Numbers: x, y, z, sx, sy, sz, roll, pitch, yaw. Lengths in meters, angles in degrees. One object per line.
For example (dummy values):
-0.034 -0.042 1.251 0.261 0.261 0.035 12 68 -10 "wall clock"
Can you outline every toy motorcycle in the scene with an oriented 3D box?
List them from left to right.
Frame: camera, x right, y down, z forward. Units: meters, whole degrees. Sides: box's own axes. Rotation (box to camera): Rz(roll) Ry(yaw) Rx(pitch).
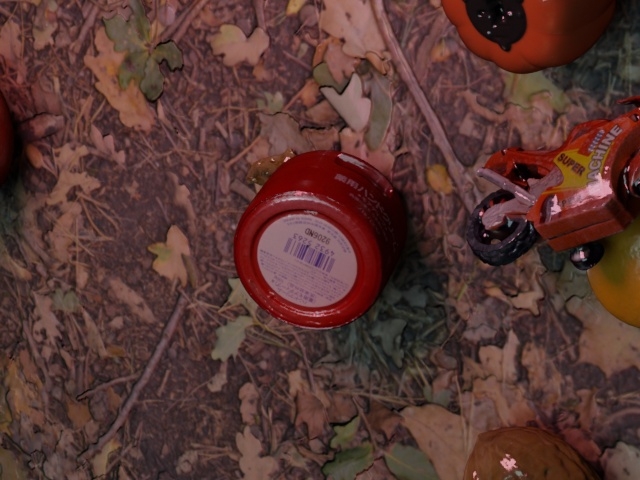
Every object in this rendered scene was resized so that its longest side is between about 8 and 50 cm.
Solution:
0.287 -0.064 1.584 0.298 0.171 0.089 -18 136 38 "toy motorcycle"

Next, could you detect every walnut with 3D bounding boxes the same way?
0.241 0.291 1.701 0.184 0.155 0.155 52 123 14 "walnut"

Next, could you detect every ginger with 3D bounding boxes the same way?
-0.029 -0.071 1.850 0.137 0.044 0.057 28 134 26 "ginger"

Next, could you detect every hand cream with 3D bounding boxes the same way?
0.000 0.000 1.767 0.193 0.125 0.193 7 119 13 "hand cream"

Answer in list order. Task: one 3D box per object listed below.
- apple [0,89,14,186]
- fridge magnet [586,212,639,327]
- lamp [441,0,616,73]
-0.549 -0.144 2.044 0.260 0.260 0.217 -3 83 34 "apple"
0.353 0.026 1.610 0.143 0.063 0.143 10 107 33 "fridge magnet"
0.223 -0.274 1.564 0.187 0.164 0.188 29 142 26 "lamp"
